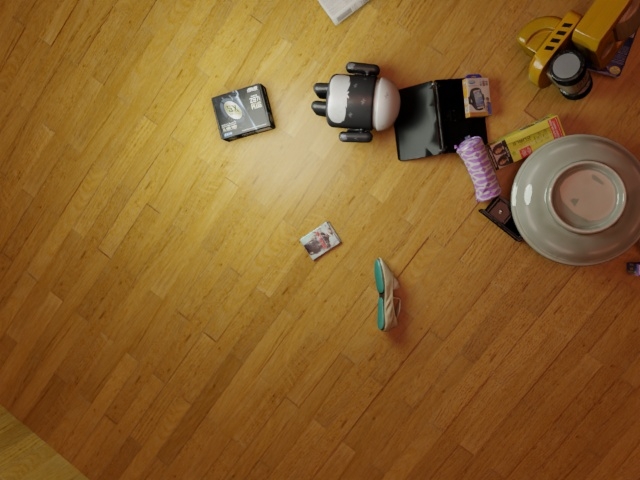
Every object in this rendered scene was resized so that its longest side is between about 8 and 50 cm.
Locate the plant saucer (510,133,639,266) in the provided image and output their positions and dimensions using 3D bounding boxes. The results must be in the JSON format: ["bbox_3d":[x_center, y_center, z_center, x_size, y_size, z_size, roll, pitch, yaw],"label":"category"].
[{"bbox_3d":[0.774,-0.123,1.649,0.400,0.100,0.401,0,88,12],"label":"plant saucer"}]

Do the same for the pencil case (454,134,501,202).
[{"bbox_3d":[0.495,-0.223,1.749,0.088,0.086,0.206,-23,107,15],"label":"pencil case"}]

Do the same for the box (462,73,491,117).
[{"bbox_3d":[0.493,-0.458,1.762,0.081,0.028,0.136,-7,94,-15],"label":"box"}]

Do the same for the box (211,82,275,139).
[{"bbox_3d":[-0.259,-0.431,1.891,0.180,0.077,0.148,-13,91,10],"label":"box"}]

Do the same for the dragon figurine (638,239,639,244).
[{"bbox_3d":[0.956,-0.077,1.706,0.289,0.085,0.144,42,100,6],"label":"dragon figurine"}]

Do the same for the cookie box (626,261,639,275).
[{"bbox_3d":[1.007,0.086,1.706,0.107,0.092,0.040,-2,90,10],"label":"cookie box"}]

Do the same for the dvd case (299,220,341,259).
[{"bbox_3d":[0.000,0.000,1.910,0.119,0.013,0.087,-32,88,9],"label":"dvd case"}]

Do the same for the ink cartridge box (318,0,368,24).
[{"bbox_3d":[0.062,-0.846,1.833,0.181,0.056,0.225,-35,69,10],"label":"ink cartridge box"}]

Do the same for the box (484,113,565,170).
[{"bbox_3d":[0.636,-0.306,1.750,0.232,0.058,0.087,-24,104,9],"label":"box"}]

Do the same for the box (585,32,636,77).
[{"bbox_3d":[0.882,-0.621,1.705,0.136,0.036,0.225,19,97,8],"label":"box"}]

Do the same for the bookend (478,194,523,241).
[{"bbox_3d":[0.615,-0.104,1.769,0.156,0.072,0.157,40,99,5],"label":"bookend"}]

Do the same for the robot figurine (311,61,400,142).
[{"bbox_3d":[0.115,-0.439,1.784,0.278,0.174,0.209,6,130,9],"label":"robot figurine"}]

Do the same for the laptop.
[{"bbox_3d":[0.386,-0.392,1.818,0.264,0.136,0.235,-8,93,-16],"label":"laptop"}]

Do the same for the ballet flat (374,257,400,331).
[{"bbox_3d":[0.226,0.178,1.859,0.086,0.086,0.249,-1,95,10],"label":"ballet flat"}]

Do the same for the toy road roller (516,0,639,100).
[{"bbox_3d":[0.735,-0.597,1.630,0.240,0.202,0.330,45,110,26],"label":"toy road roller"}]
